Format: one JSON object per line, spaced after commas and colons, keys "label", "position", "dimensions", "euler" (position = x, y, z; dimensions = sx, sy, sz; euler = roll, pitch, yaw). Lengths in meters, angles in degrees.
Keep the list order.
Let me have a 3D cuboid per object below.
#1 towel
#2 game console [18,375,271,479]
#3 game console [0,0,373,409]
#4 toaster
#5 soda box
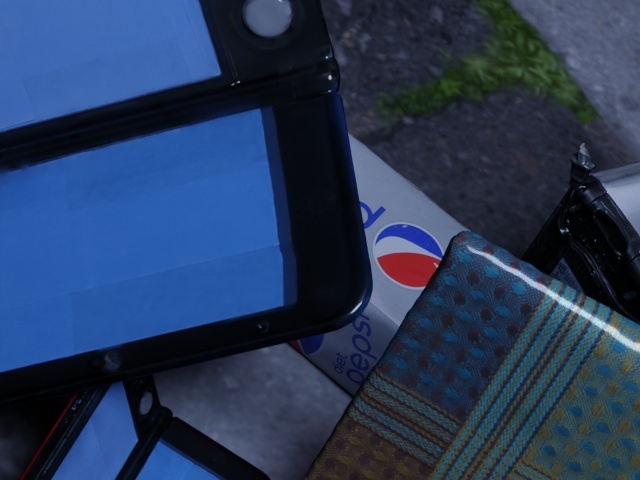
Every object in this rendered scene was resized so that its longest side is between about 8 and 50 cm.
{"label": "towel", "position": [0.175, 0.178, 0.939], "dimensions": [0.370, 0.271, 0.040], "euler": [31, 34, 1]}
{"label": "game console", "position": [-0.095, 0.141, 0.968], "dimensions": [0.085, 0.124, 0.144], "euler": [12, 48, 19]}
{"label": "game console", "position": [-0.140, -0.068, 0.958], "dimensions": [0.293, 0.250, 0.173], "euler": [-14, 25, 7]}
{"label": "toaster", "position": [0.208, 0.045, 1.094], "dimensions": [0.110, 0.185, 0.168], "euler": [-18, 65, -26]}
{"label": "soda box", "position": [0.000, 0.000, 1.097], "dimensions": [0.286, 0.091, 0.098], "euler": [39, 52, 6]}
